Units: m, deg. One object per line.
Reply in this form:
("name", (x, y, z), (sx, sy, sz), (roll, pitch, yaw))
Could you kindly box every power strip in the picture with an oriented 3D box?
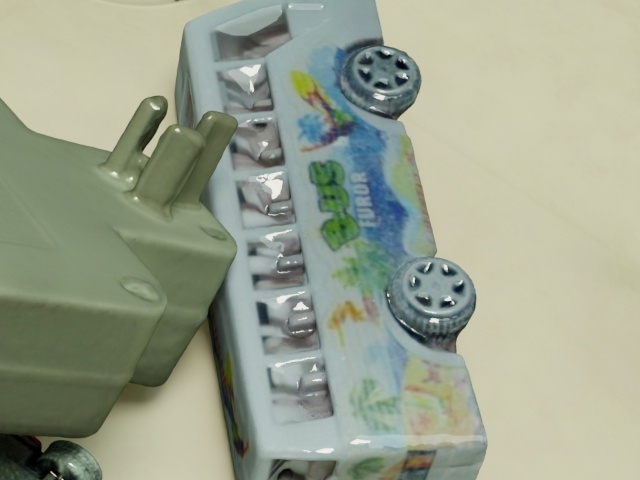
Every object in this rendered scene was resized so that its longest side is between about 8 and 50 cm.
("power strip", (-0.150, -0.020, 0.767), (0.261, 0.141, 0.229), (13, 25, -48))

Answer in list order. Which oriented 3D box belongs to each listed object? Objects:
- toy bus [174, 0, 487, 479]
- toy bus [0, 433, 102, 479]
("toy bus", (0.000, 0.000, 0.916), (0.136, 0.109, 0.329), (-4, 54, -12))
("toy bus", (-0.187, 0.111, 0.753), (0.195, 0.089, 0.081), (34, 48, 5))
